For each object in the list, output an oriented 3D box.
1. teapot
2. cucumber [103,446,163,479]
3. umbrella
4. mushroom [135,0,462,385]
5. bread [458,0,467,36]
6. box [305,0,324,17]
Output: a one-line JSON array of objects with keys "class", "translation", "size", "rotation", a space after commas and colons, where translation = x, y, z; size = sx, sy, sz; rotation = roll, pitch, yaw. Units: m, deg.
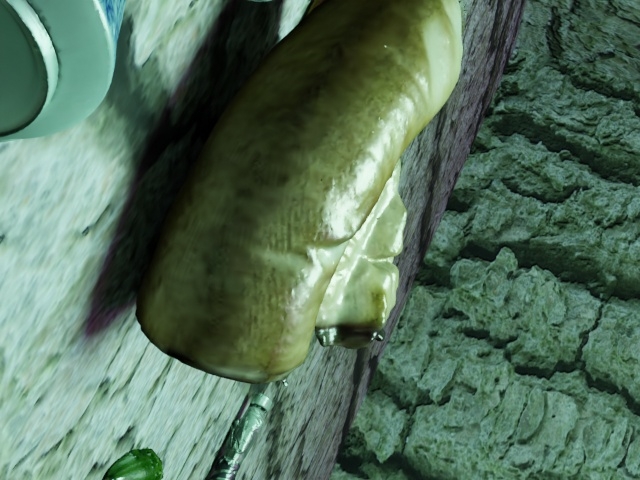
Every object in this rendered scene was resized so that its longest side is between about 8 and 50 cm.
[{"class": "teapot", "translation": [-0.150, -0.135, 0.435], "size": [0.232, 0.159, 0.159], "rotation": [86, 26, -54]}, {"class": "cucumber", "translation": [-0.209, 0.271, 1.086], "size": [0.107, 0.035, 0.067], "rotation": [13, 98, -76]}, {"class": "umbrella", "translation": [-0.132, 0.320, 1.496], "size": [0.188, 0.050, 0.046], "rotation": [-64, 147, -21]}, {"class": "mushroom", "translation": [-0.020, -0.091, 0.944], "size": [0.314, 0.224, 0.397], "rotation": [-11, 122, -59]}, {"class": "bread", "translation": [0.173, -0.322, 1.673], "size": [0.337, 0.102, 0.183], "rotation": [-6, 120, -79]}, {"class": "box", "translation": [0.022, -0.210, 1.240], "size": [0.239, 0.074, 0.153], "rotation": [87, 22, -63]}]
